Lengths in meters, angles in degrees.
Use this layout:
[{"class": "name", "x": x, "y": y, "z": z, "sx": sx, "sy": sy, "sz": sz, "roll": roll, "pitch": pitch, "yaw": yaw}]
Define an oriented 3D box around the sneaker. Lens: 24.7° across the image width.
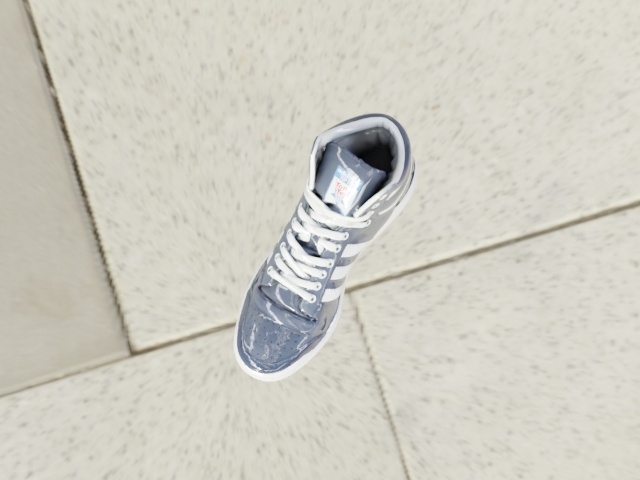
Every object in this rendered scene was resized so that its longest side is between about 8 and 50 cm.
[{"class": "sneaker", "x": 0.000, "y": 0.000, "z": 1.414, "sx": 0.099, "sy": 0.153, "sz": 0.282, "roll": 31, "pitch": 78, "yaw": 11}]
